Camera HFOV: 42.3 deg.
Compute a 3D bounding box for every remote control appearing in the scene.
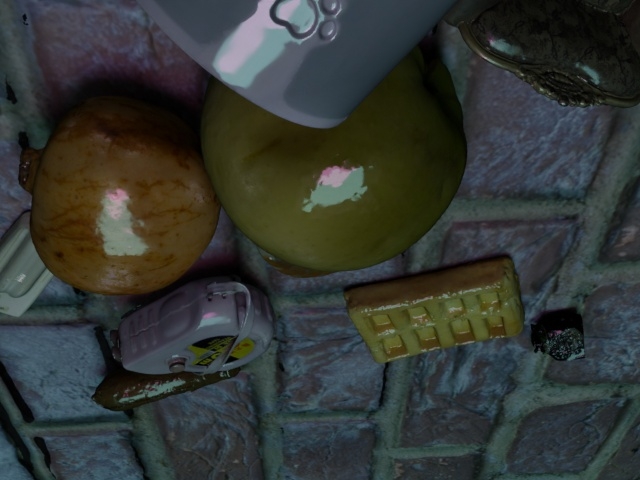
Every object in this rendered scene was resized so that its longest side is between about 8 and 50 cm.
[{"bbox_3d":[-0.433,0.042,1.196,0.090,0.049,0.230,24,136,-27],"label":"remote control"}]

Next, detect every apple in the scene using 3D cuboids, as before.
[{"bbox_3d":[0.023,-0.094,0.907,0.258,0.233,0.295,-25,137,27],"label":"apple"}]

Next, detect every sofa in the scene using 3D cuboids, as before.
[{"bbox_3d":[0.261,-0.255,0.762,0.258,0.182,0.200,14,138,-20],"label":"sofa"}]

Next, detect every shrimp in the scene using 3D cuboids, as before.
[{"bbox_3d":[0.000,0.000,1.177,0.166,0.049,0.161,-27,139,25],"label":"shrimp"}]

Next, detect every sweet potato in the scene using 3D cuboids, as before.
[{"bbox_3d":[-0.267,0.245,1.450,0.273,0.075,0.075,-13,141,8],"label":"sweet potato"}]

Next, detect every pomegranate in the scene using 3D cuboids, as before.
[{"bbox_3d":[-0.233,-0.051,0.958,0.248,0.248,0.248,-2,142,-2],"label":"pomegranate"}]

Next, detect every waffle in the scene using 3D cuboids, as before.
[{"bbox_3d":[0.186,0.114,1.324,0.274,0.057,0.168,-13,140,13],"label":"waffle"}]

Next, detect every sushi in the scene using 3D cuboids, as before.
[{"bbox_3d":[0.401,0.162,1.400,0.085,0.056,0.083,-10,142,7],"label":"sushi"}]

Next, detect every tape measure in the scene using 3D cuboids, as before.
[{"bbox_3d":[-0.171,0.137,1.281,0.236,0.120,0.197,-29,146,24],"label":"tape measure"}]

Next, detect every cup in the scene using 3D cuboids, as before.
[{"bbox_3d":[-0.017,-0.308,0.636,0.356,0.259,0.274,48,116,1],"label":"cup"}]
